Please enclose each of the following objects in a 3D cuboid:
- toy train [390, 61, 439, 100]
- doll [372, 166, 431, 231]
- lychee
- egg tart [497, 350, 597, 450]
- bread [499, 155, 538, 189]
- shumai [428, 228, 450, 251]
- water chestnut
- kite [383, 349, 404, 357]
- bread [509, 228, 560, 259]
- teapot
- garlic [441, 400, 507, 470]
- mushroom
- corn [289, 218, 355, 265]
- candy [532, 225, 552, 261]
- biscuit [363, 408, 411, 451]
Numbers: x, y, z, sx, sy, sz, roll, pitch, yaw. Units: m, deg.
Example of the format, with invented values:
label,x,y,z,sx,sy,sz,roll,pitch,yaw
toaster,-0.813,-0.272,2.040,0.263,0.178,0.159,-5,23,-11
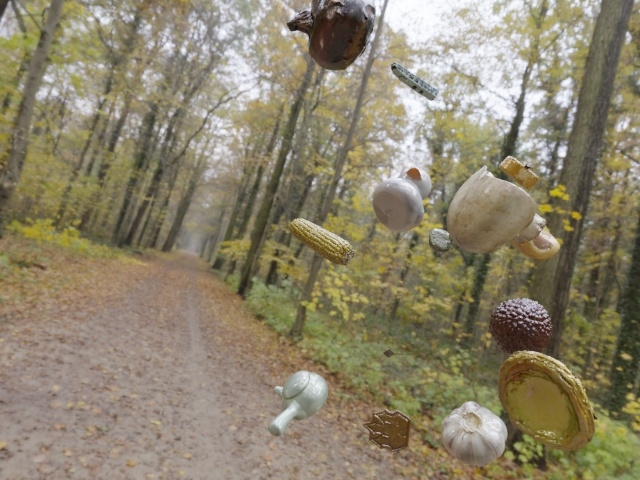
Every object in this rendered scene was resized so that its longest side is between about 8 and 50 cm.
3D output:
label,x,y,z,sx,sy,sz,roll,pitch,yaw
toy train,0.349,-0.599,1.713,0.207,0.047,0.043,31,-12,-10
doll,0.313,-0.161,1.682,0.221,0.221,0.251,16,-45,11
lychee,0.871,0.383,1.987,0.264,0.264,0.300,16,-35,11
egg tart,0.654,0.446,1.311,0.123,0.294,0.294,-20,19,-36
bread,0.785,-0.272,1.801,0.149,0.073,0.122,37,16,-7
shumai,0.388,0.008,1.498,0.083,0.082,0.080,44,-17,13
water chestnut,0.035,-0.695,1.463,0.300,0.300,0.300,17,-5,2
kite,0.285,0.443,1.797,0.078,0.002,0.044,-17,-61,18
bread,0.606,-0.036,1.386,0.142,0.091,0.305,32,21,-9
teapot,-0.079,0.631,1.784,0.149,0.220,0.318,52,6,-12
garlic,0.608,0.793,1.778,0.245,0.253,0.245,-16,22,7
mushroom,0.404,-0.049,1.088,0.195,0.189,0.254,41,17,-3
corn,0.000,0.000,1.825,0.305,0.106,0.106,31,2,28
candy,0.828,-0.013,1.738,0.106,0.094,0.199,7,-36,42
biscuit,0.300,0.862,2.077,0.215,0.182,0.034,9,-10,1
